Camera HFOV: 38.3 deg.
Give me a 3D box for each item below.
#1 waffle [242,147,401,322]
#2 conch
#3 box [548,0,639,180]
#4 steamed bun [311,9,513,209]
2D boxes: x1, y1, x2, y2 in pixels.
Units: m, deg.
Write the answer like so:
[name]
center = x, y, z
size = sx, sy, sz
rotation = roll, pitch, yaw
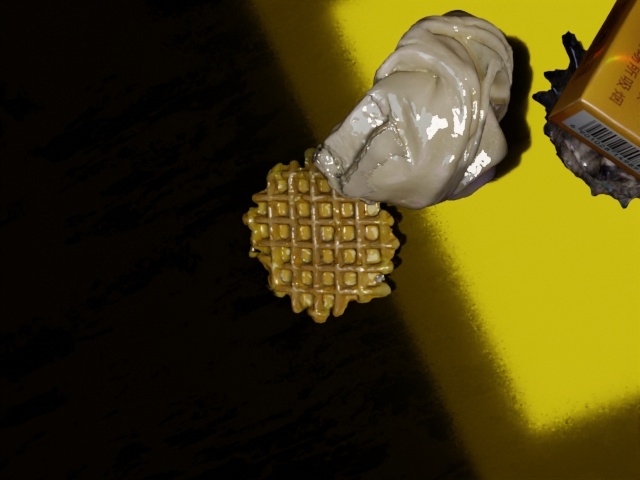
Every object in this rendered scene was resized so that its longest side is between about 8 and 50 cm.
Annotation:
[waffle]
center = -0.007, -0.009, 1.704
size = 0.329, 0.062, 0.329
rotation = 3, 100, 18
[conch]
center = 0.477, -0.192, 1.457
size = 0.241, 0.186, 0.313
rotation = -40, 69, -3
[box]
center = 0.577, -0.178, 1.342
size = 0.415, 0.116, 0.264
rotation = 34, 76, -5
[steamed bun]
center = 0.184, -0.174, 1.467
size = 0.237, 0.346, 0.394
rotation = 40, 72, 8
